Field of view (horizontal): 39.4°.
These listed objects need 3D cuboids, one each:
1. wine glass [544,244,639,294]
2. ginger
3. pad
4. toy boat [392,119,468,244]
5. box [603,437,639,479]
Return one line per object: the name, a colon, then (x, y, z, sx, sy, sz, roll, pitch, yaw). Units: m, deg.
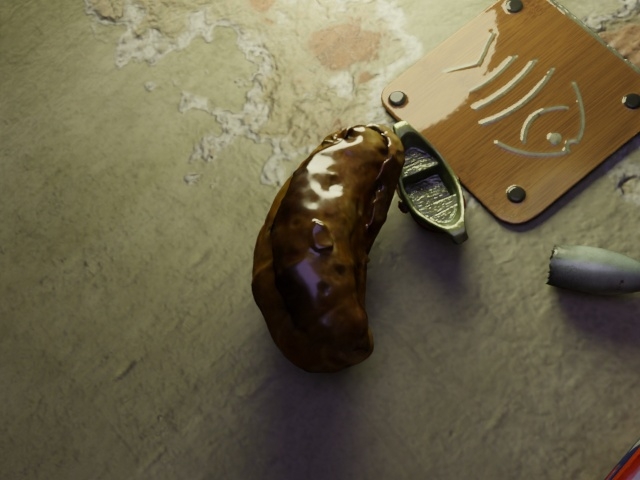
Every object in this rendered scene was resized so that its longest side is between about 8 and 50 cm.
wine glass: (0.373, 0.041, 1.070, 0.198, 0.066, 0.066, 9, 69, 14)
ginger: (0.000, 0.000, 1.086, 0.172, 0.165, 0.321, 4, 70, 18)
pad: (0.271, -0.190, 1.208, 0.286, 0.018, 0.284, -39, 67, -7)
toy boat: (0.139, -0.066, 1.144, 0.089, 0.071, 0.185, -25, 66, -3)
box: (0.406, 0.323, 0.838, 0.318, 0.257, 0.348, 40, 77, 20)
